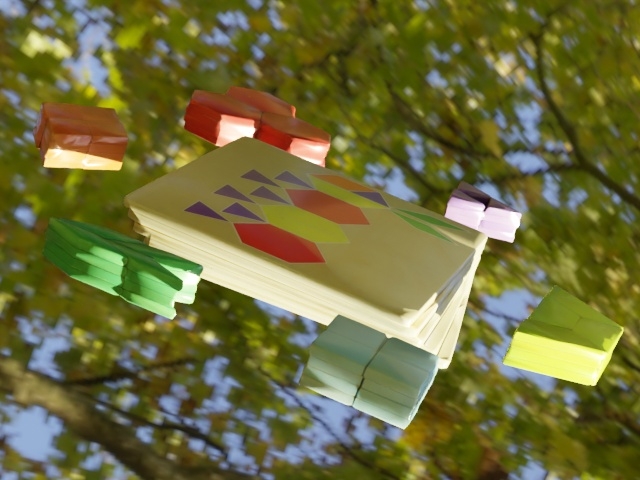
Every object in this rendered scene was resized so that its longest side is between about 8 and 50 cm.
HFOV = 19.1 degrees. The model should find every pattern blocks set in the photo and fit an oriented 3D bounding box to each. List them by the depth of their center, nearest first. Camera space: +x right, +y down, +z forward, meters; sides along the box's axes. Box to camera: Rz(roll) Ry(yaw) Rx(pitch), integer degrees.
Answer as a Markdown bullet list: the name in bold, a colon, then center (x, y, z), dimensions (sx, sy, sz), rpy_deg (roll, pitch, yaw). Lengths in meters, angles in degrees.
- **pattern blocks set**: center (0.000, 0.000, 0.871), dimensions (0.285, 0.325, 0.026), rpy_deg (25, -72, 18)
